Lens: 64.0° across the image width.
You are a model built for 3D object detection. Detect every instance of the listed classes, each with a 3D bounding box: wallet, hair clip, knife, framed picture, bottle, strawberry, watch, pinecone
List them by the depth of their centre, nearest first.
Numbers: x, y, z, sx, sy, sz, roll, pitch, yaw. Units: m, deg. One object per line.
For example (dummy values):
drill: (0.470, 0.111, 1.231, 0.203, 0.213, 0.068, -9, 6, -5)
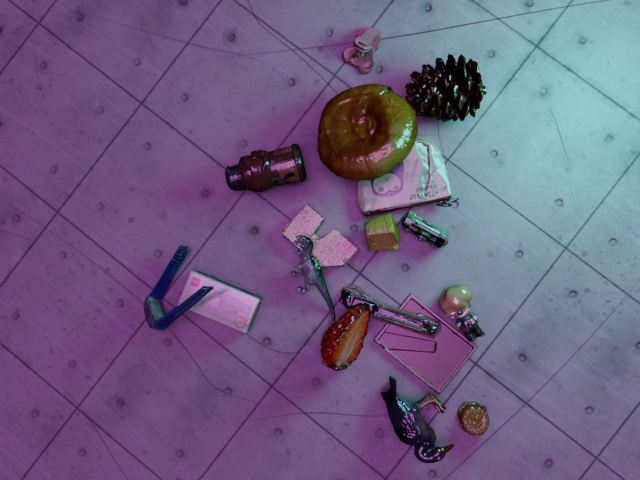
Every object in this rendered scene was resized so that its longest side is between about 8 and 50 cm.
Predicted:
pinecone: (0.413, -0.500, 1.684, 0.272, 0.224, 0.224, 0, 88, 0)
watch: (-0.478, 0.192, 1.705, 0.274, 0.068, 0.276, -54, 41, 8)
strawberry: (0.071, 0.311, 1.710, 0.111, 0.190, 0.237, 24, 89, 34)
knife: (0.235, 0.244, 1.739, 0.365, 0.043, 0.089, 20, 90, 9)
wallet: (0.281, -0.222, 1.752, 0.335, 0.068, 0.275, -9, 80, 6)
framed picture: (0.358, 0.354, 1.754, 0.289, 0.020, 0.211, 39, 90, 4)
bottle: (-0.189, -0.237, 1.756, 0.271, 0.143, 0.156, -14, 126, 0)
hair clip: (0.153, -0.675, 1.803, 0.123, 0.102, 0.138, 28, 57, 2)

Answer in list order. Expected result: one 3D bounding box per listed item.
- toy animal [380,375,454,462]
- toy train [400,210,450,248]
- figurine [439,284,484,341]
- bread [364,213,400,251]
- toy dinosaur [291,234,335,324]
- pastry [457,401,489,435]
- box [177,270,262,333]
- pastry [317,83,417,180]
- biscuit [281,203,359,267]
toy animal: (0.315, 0.585, 1.696, 0.298, 0.122, 0.185, 43, 91, 5)
toy train: (0.355, -0.036, 1.728, 0.178, 0.104, 0.071, 29, 86, 3)
figurine: (0.473, 0.243, 1.710, 0.114, 0.108, 0.196, -26, 90, 6)
bread: (0.208, -0.028, 1.731, 0.114, 0.129, 0.111, -11, 44, 7)
toy dinosaur: (-0.037, 0.154, 1.765, 0.129, 0.076, 0.383, -7, 115, 32)
pastry: (0.512, 0.597, 1.716, 0.097, 0.057, 0.109, -26, 88, 1)
box: (-0.348, 0.212, 1.773, 0.269, 0.079, 0.135, 22, 89, 4)
pastry: (0.149, -0.356, 1.693, 0.355, 0.164, 0.356, -4, 69, 11)
biscuit: (0.000, 0.000, 1.776, 0.250, 0.046, 0.147, 40, 91, 4)
